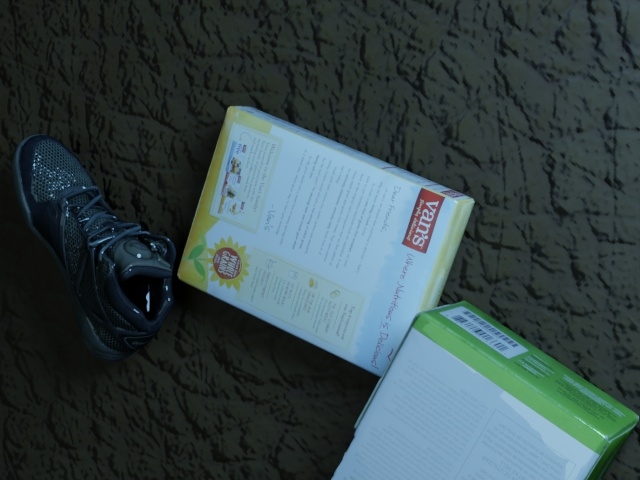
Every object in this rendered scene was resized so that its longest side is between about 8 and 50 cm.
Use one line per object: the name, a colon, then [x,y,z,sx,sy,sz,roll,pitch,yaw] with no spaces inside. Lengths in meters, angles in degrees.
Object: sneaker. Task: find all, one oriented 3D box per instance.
sneaker: [-0.203,-0.009,1.428,0.130,0.087,0.227,-31,81,49]

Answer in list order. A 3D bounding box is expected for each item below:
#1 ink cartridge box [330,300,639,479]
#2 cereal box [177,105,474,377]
ink cartridge box: [0.116,0.208,1.294,0.189,0.097,0.255,34,109,21]
cereal box: [0.000,0.000,1.367,0.240,0.047,0.173,25,104,23]
